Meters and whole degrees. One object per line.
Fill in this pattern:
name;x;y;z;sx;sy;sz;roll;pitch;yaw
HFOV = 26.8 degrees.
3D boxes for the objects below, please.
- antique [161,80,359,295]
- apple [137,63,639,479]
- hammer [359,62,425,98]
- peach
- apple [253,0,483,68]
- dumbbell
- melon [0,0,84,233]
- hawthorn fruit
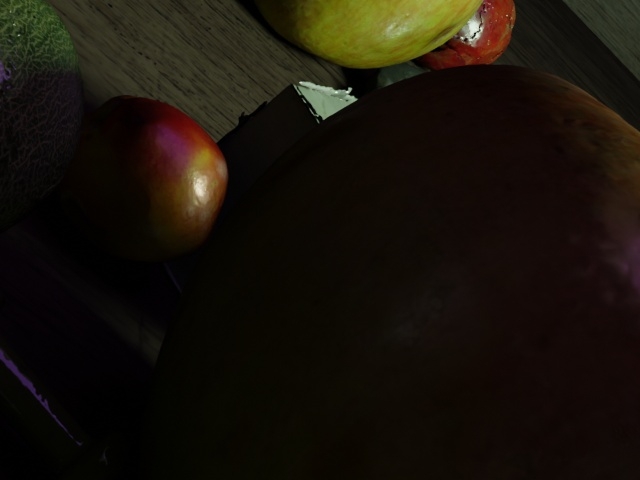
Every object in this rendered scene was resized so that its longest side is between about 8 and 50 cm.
antique;0.000;0.000;0.882;0.147;0.152;0.148;58;22;20
apple;0.081;0.098;0.640;0.338;0.305;0.338;43;9;-8
hammer;0.205;-0.023;1.448;0.440;0.044;0.168;46;24;-9
peach;-0.108;-0.034;0.810;0.100;0.100;0.101;40;24;-22
apple;0.042;-0.295;1.350;0.264;0.264;0.264;40;24;-22
dumbbell;-0.139;0.074;0.629;0.118;0.052;0.046;50;39;-1
melon;-0.187;-0.065;0.654;0.139;0.139;0.192;43;23;-15
hawthorn fruit;0.160;-0.269;1.642;0.148;0.148;0.172;47;38;-6
